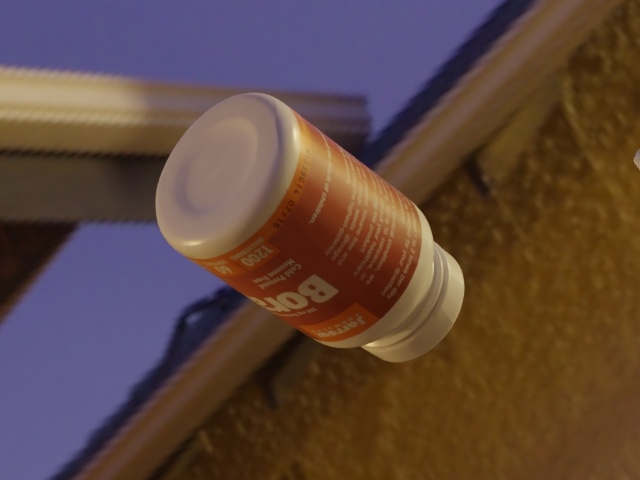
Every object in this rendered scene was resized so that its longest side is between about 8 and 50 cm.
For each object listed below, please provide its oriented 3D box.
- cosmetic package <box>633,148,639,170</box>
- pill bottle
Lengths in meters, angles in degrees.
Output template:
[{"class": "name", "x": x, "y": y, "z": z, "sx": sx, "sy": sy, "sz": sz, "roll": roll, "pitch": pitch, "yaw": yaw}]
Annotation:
[{"class": "cosmetic package", "x": 0.337, "y": -0.019, "z": 0.696, "sx": 0.284, "sy": 0.097, "sz": 0.377, "roll": -42, "pitch": -43, "yaw": 17}, {"class": "pill bottle", "x": 0.000, "y": 0.000, "z": 1.240, "sx": 0.121, "sy": 0.121, "sz": 0.216, "roll": -39, "pitch": -48, "yaw": 19}]
